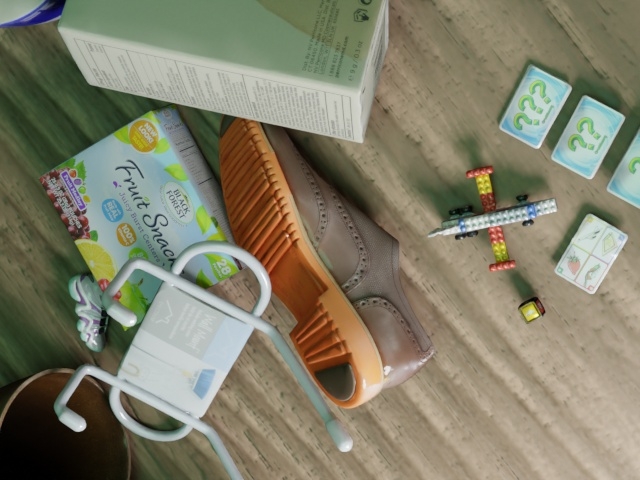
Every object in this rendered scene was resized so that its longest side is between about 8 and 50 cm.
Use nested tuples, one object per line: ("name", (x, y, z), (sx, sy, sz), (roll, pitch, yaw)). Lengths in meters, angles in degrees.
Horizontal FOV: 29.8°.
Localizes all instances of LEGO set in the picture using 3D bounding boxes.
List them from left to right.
("LEGO set", (0.235, -0.035, 1.257), (0.182, 0.060, 0.244), (32, 111, 12))

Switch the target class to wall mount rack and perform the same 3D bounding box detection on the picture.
("wall mount rack", (-0.126, 0.177, 1.346), (0.304, 0.130, 0.350), (28, 130, -3))

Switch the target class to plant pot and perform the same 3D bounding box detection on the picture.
("plant pot", (-0.390, 0.276, 1.472), (0.230, 0.215, 0.215), (-12, 99, 34))

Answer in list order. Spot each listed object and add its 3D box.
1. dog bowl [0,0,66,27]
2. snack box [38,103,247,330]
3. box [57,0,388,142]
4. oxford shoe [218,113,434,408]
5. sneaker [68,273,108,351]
("dog bowl", (-0.357, -0.370, 1.339), (0.265, 0.104, 0.265), (4, 105, 17))
("snack box", (-0.198, -0.027, 1.390), (0.174, 0.070, 0.207), (-26, 96, 22))
("box", (-0.093, -0.207, 1.234), (0.311, 0.148, 0.121), (13, 75, 5))
("oxford shoe", (0.000, 0.000, 1.322), (0.363, 0.133, 0.130), (65, 148, 10))
("sneaker", (-0.261, 0.084, 1.454), (0.069, 0.038, 0.098), (-13, 99, 21))
